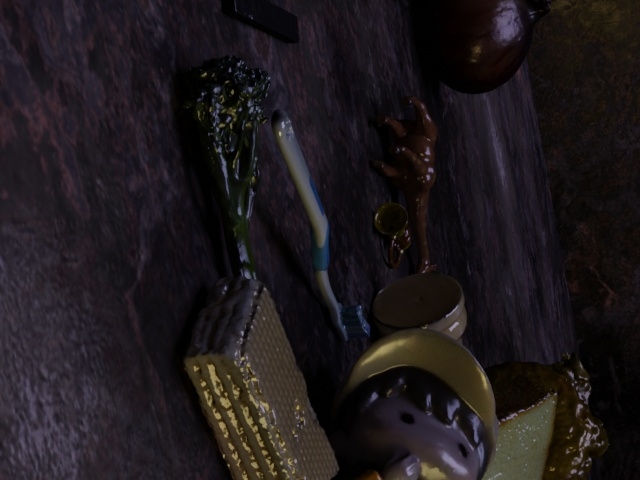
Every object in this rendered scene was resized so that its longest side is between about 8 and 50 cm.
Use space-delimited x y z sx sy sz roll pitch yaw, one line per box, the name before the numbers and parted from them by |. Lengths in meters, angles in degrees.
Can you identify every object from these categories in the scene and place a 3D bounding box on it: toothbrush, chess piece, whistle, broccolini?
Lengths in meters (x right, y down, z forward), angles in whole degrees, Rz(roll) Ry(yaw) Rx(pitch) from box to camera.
toothbrush | -0.005 0.000 1.166 0.386 0.040 0.040 69 21 -53
chess piece | 0.165 0.233 1.543 0.117 0.117 0.397 -73 152 -54
whistle | 0.104 -0.002 1.562 0.109 0.046 0.057 61 12 -62
broccolini | -0.084 -0.057 0.999 0.091 0.068 0.202 -20 116 -67

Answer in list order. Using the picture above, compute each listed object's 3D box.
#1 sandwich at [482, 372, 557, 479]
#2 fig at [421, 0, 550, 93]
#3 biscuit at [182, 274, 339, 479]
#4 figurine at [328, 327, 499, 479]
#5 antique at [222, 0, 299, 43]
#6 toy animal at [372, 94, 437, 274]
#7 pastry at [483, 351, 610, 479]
sandwich | 0.202 0.274 1.477 0.215 0.065 0.186 -13 117 -36
fig | 0.275 -0.364 2.010 0.235 0.214 0.235 -173 -90 -87
biscuit | -0.045 0.149 0.988 0.108 0.062 0.238 -74 151 -53
figurine | 0.066 0.255 1.164 0.332 0.185 0.204 -64 -172 -27
antique | -0.058 -0.230 1.190 0.192 0.015 0.031 -3 86 -72
toy animal | 0.130 -0.070 1.638 0.230 0.066 0.224 44 52 -60
pastry | 0.300 0.294 1.729 0.132 0.235 0.240 36 37 -61
